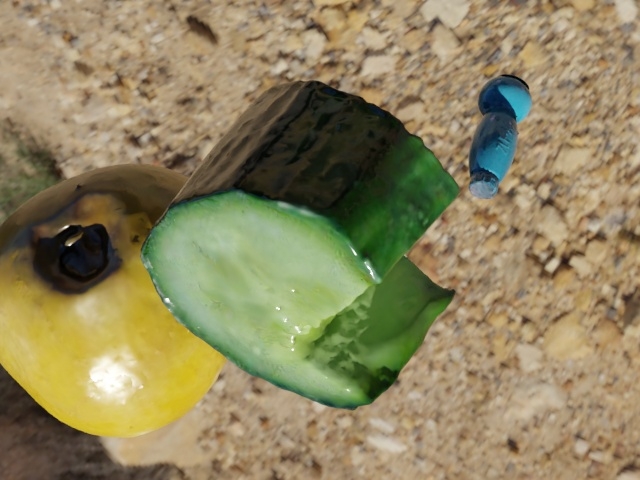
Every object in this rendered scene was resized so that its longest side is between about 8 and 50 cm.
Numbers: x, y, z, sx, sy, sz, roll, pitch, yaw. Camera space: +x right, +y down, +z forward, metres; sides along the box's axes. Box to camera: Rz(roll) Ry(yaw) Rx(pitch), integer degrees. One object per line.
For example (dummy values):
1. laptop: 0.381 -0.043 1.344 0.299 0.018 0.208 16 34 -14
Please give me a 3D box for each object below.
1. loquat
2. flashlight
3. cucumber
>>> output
1. loquat: -0.198 0.064 1.266 0.275 0.275 0.274 9 115 20
2. flashlight: 0.159 -0.096 1.152 0.051 0.129 0.051 13 146 9
3. cucumber: -0.008 -0.006 0.790 0.191 0.130 0.191 22 146 16
